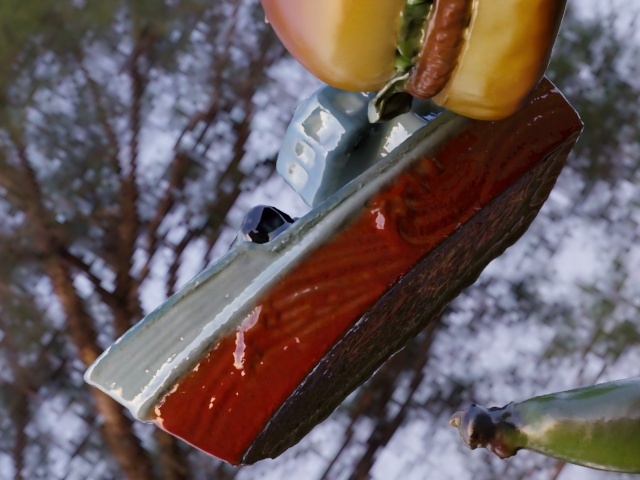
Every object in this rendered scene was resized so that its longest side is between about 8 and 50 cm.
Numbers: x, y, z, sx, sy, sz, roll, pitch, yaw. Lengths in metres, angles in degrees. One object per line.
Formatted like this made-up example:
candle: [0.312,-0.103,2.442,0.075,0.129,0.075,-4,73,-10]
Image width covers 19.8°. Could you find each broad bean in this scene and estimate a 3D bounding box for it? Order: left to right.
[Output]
broad bean: [0.199,0.051,0.698,0.297,0.060,0.043,-17,-25,0]

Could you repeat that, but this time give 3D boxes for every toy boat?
toy boat: [0.000,0.000,1.037,0.332,0.133,0.145,-40,-18,-34]

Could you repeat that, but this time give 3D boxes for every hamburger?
hamburger: [0.043,-0.181,0.975,0.246,0.170,0.246,-171,90,-84]
